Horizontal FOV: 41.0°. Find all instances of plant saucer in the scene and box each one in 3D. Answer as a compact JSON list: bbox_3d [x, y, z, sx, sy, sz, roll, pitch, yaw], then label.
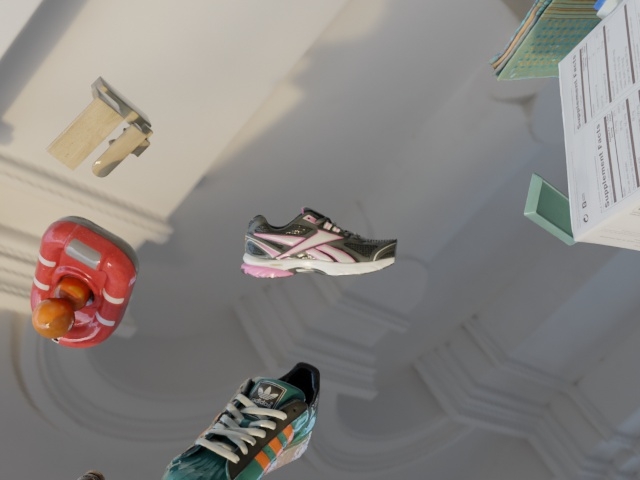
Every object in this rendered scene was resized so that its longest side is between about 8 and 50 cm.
[{"bbox_3d":[0.367,-0.045,1.329,0.018,0.067,0.192,7,170,39],"label":"plant saucer"}]

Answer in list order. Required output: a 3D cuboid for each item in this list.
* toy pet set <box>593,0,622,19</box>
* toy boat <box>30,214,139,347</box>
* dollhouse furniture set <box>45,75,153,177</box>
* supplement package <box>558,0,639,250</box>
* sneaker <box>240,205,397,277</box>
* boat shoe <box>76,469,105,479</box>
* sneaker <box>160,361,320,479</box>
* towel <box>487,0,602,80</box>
[{"bbox_3d":[0.342,-0.260,0.865,0.122,0.114,0.065,41,-142,12],"label":"toy pet set"},{"bbox_3d":[-0.372,0.085,1.270,0.151,0.231,0.151,29,-135,0],"label":"toy boat"},{"bbox_3d":[-0.376,-0.184,1.458,0.144,0.123,0.151,41,-171,-36],"label":"dollhouse furniture set"},{"bbox_3d":[0.382,-0.096,0.808,0.262,0.145,0.204,9,-114,-16],"label":"supplement package"},{"bbox_3d":[0.000,0.000,0.951,0.178,0.077,0.072,-2,-177,-7],"label":"sneaker"},{"bbox_3d":[-0.448,0.564,1.695,0.073,0.073,0.207,-49,-55,-75],"label":"boat shoe"},{"bbox_3d":[-0.088,0.227,1.029,0.108,0.121,0.302,21,-163,19],"label":"sneaker"},{"bbox_3d":[0.442,-0.385,1.278,0.271,0.370,0.040,-7,-123,-34],"label":"towel"}]
